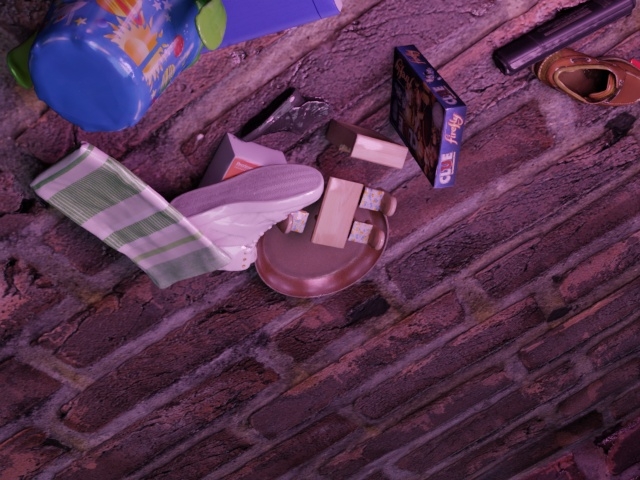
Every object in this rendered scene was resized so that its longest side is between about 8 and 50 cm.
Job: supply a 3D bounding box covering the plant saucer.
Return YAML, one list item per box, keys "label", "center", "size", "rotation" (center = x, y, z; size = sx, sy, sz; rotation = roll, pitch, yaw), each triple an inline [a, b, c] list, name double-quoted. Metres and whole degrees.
- label: "plant saucer"
  center: [0.000, 0.000, 1.523]
  size: [0.310, 0.050, 0.311]
  rotation: [-10, 132, -11]

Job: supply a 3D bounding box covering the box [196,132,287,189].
- label: "box"
  center: [-0.158, -0.104, 1.347]
  size: [0.130, 0.091, 0.170]
  rotation: [16, 122, -30]

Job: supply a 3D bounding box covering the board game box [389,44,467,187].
- label: "board game box"
  center: [0.191, -0.233, 1.261]
  size: [0.042, 0.243, 0.165]
  rotation: [-10, 131, -11]

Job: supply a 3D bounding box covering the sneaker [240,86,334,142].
- label: "sneaker"
  center: [-0.064, -0.225, 1.304]
  size: [0.170, 0.051, 0.089]
  rotation: [-39, 126, 10]

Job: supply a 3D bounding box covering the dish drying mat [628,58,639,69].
- label: "dish drying mat"
  center: [0.696, -0.371, 1.489]
  size: [0.083, 0.008, 0.032]
  rotation: [12, 123, -28]

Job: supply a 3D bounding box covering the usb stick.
- label: "usb stick"
  center: [0.470, -0.405, 1.327]
  size: [0.278, 0.077, 0.045]
  rotation: [-28, 127, 5]

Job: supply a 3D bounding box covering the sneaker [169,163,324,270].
- label: "sneaker"
  center: [-0.123, -0.037, 1.290]
  size: [0.292, 0.108, 0.169]
  rotation: [-13, 134, 5]

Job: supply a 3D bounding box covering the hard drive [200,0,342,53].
- label: "hard drive"
  center: [-0.152, -0.399, 1.034]
  size: [0.318, 0.040, 0.210]
  rotation: [-9, 135, 23]

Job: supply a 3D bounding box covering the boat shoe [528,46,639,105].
- label: "boat shoe"
  center: [0.571, -0.323, 1.416]
  size: [0.307, 0.104, 0.111]
  rotation: [5, 127, -23]

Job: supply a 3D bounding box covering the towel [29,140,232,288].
- label: "towel"
  center: [-0.348, -0.034, 1.238]
  size: [0.247, 0.038, 0.325]
  rotation: [-18, 127, 45]

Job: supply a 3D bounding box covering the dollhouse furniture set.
- label: "dollhouse furniture set"
  center: [0.055, -0.095, 1.334]
  size: [0.212, 0.161, 0.242]
  rotation: [11, 106, -23]

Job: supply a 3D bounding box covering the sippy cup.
- label: "sippy cup"
  center: [-0.303, -0.285, 0.998]
  size: [0.240, 0.224, 0.305]
  rotation: [31, 135, -22]
